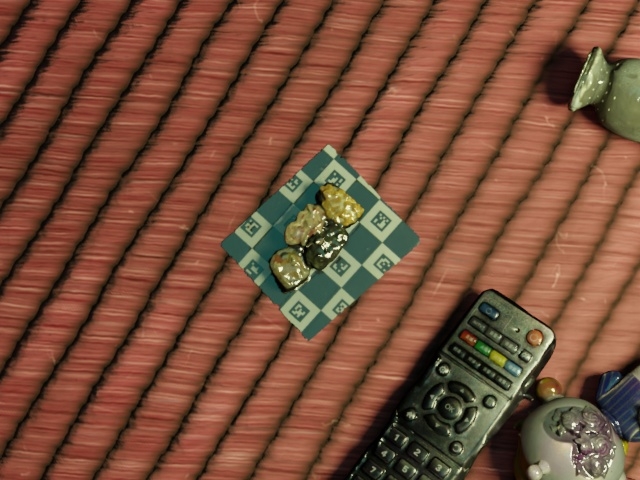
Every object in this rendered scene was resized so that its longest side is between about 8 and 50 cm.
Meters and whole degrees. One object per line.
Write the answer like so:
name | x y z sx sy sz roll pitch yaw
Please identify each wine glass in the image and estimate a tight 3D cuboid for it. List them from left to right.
wine glass | 0.448 -0.189 1.747 0.204 0.111 0.111 21 84 5

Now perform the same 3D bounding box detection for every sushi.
sushi | 0.000 0.000 1.757 0.215 0.050 0.192 -43 85 -4

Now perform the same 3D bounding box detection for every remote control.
remote control | 0.166 0.258 1.711 0.144 0.062 0.399 35 83 20

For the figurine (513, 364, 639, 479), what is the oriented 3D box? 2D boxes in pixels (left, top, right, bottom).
figurine | 0.388 0.254 1.687 0.274 0.133 0.194 -12 69 -4
